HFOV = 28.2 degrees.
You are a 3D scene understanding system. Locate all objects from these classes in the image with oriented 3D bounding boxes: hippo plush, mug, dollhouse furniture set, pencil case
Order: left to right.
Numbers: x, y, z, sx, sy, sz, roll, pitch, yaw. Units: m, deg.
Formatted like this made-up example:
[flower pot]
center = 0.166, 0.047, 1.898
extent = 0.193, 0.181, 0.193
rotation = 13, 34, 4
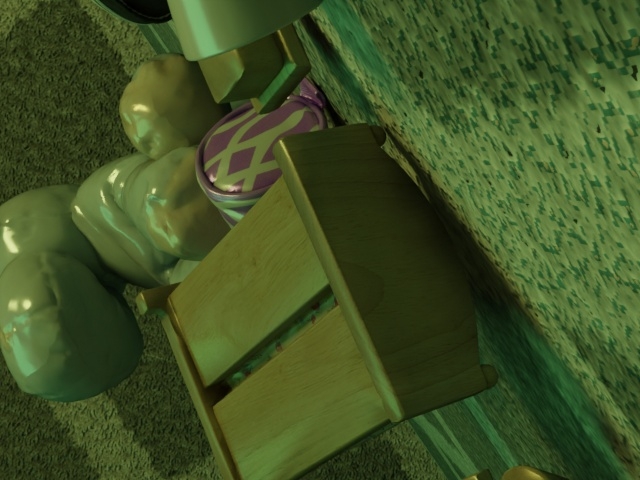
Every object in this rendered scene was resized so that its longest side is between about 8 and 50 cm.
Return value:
[hippo plush]
center = -0.155, -0.016, 0.936
extent = 0.234, 0.236, 0.294
rotation = 59, -169, -57
[mug]
center = -0.042, -0.115, 0.520
extent = 0.064, 0.062, 0.078
rotation = 65, 167, -18
[pencil case]
center = 0.000, 0.000, 0.782
extent = 0.086, 0.088, 0.206
rotation = 50, 175, 40
[dollhouse furniture set]
center = 0.021, 0.087, 0.706
extent = 0.303, 0.173, 0.356
rotation = -40, 68, 53

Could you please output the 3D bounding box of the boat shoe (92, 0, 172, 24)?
[boat shoe]
center = -0.117, -0.191, 0.747
extent = 0.076, 0.080, 0.228
rotation = 55, 169, 29
